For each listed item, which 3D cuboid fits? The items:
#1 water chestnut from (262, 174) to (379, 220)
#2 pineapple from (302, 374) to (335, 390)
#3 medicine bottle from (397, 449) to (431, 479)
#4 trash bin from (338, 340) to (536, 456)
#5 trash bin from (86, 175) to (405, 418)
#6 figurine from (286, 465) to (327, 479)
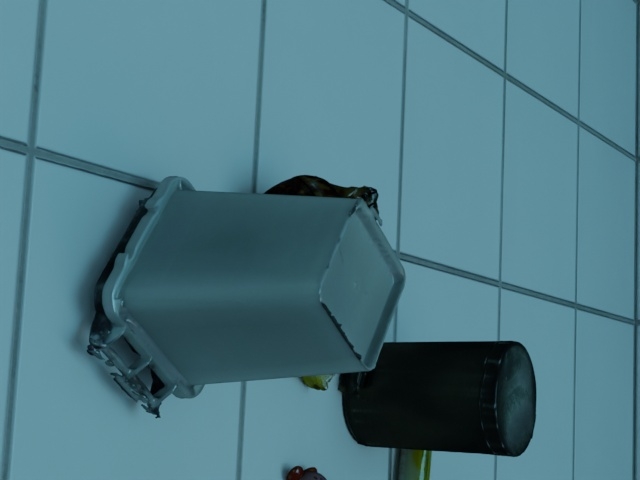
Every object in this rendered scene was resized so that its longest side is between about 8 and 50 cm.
[{"bbox_3d":[0.000,0.000,1.962,0.238,0.224,0.223,-35,122,-17],"label":"water chestnut"},{"bbox_3d":[-0.013,0.194,2.074,0.116,0.069,0.137,-21,107,-58],"label":"pineapple"},{"bbox_3d":[0.179,0.472,2.363,0.074,0.074,0.218,34,58,-52],"label":"medicine bottle"},{"bbox_3d":[0.217,0.285,2.222,0.252,0.301,0.203,45,50,-50],"label":"trash bin"},{"bbox_3d":[-0.098,0.079,1.661,0.256,0.368,0.296,59,42,-38],"label":"trash bin"},{"bbox_3d":[-0.016,0.419,2.053,0.083,0.071,0.067,-3,132,-51],"label":"figurine"}]
